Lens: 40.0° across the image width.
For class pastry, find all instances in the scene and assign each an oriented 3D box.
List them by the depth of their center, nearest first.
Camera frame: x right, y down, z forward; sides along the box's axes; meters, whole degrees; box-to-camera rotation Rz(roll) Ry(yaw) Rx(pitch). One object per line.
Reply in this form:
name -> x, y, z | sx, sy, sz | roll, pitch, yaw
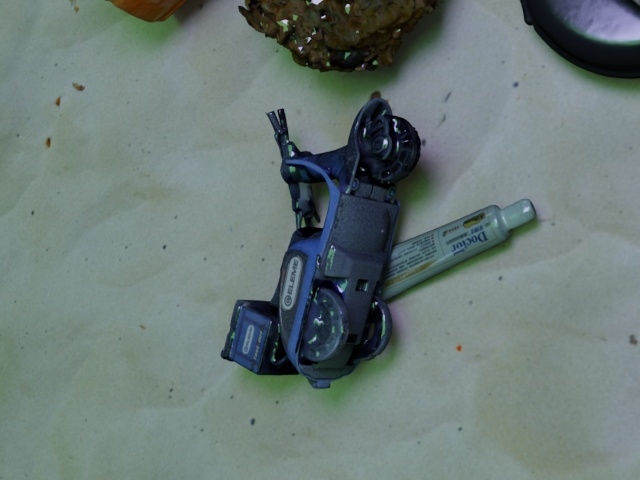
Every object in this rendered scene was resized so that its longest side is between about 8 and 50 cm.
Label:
pastry -> 0.015, -0.325, 1.013 | 0.275, 0.193, 0.274 | 0, 102, 0

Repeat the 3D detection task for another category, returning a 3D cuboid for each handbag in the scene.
handbag -> 0.342, -0.325, 0.928 | 0.254, 0.093, 0.307 | 23, 96, 26

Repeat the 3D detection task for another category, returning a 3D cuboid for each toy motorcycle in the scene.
toy motorcycle -> 0.000, 0.000, 1.049 | 0.213, 0.125, 0.358 | 20, 97, 43

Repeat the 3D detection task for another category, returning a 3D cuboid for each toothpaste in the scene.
toothpaste -> 0.136, 0.011, 1.039 | 0.256, 0.037, 0.067 | -26, 72, 28

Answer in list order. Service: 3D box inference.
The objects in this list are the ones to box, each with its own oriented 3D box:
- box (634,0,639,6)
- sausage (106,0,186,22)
box -> 0.424, -0.267, 0.750 | 0.297, 0.190, 0.225 | 39, 95, 1
sausage -> -0.187, -0.463, 1.142 | 0.287, 0.233, 0.233 | -35, 71, 20
